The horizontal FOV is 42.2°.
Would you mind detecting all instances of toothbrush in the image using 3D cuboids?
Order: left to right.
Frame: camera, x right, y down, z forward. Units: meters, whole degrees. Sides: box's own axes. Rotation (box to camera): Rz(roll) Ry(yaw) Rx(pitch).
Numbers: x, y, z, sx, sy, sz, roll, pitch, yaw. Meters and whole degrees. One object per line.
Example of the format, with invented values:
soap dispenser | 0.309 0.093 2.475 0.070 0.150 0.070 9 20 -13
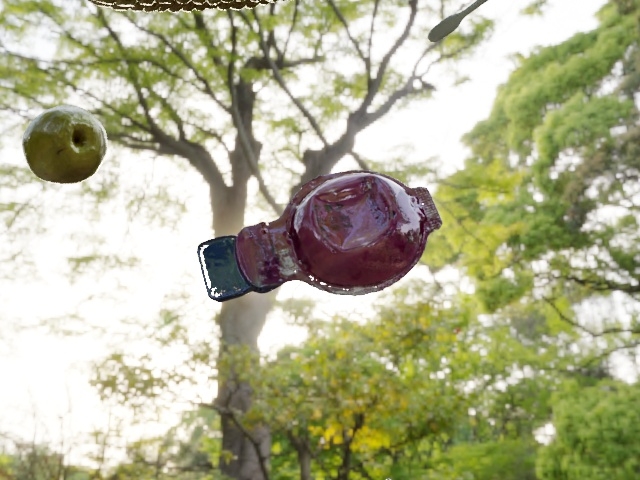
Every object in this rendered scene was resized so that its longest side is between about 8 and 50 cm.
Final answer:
toothbrush | 0.234 -0.305 0.918 0.276 0.019 0.025 -34 4 21

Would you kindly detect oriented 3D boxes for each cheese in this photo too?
cheese | 0.000 0.000 0.828 0.244 0.155 0.062 -17 -35 -5

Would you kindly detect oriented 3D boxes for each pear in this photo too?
pear | -0.467 -0.172 1.516 0.149 0.148 0.162 14 -17 -33

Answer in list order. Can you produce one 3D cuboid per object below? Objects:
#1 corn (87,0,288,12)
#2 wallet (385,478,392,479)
corn | -0.024 -0.239 0.611 0.345 0.131 0.131 -11 -15 -24
wallet | 0.003 0.281 0.541 0.025 0.244 0.124 23 -25 -1
